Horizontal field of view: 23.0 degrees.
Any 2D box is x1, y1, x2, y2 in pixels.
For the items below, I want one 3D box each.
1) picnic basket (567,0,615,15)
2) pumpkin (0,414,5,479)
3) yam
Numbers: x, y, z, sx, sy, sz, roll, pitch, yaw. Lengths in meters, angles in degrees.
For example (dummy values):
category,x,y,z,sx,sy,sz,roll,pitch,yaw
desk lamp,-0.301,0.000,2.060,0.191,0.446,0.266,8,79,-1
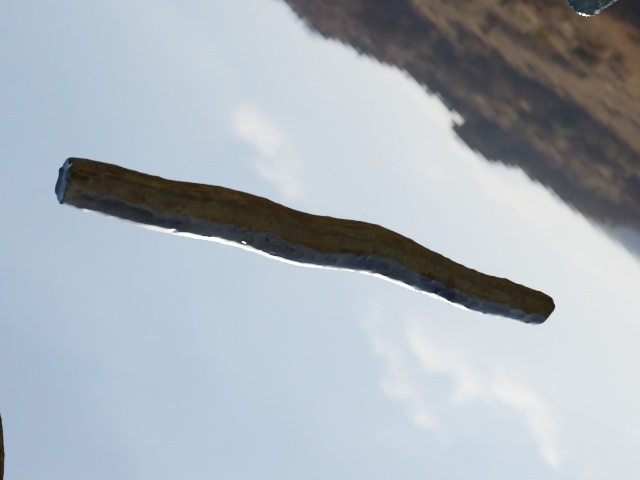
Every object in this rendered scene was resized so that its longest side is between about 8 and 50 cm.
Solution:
category,x,y,z,sx,sy,sz,roll,pitch,yaw
picnic basket,0.219,-0.212,1.211,0.083,0.083,0.065,-4,128,52
pumpkin,-0.347,0.078,1.035,0.278,0.111,0.163,23,-168,33
yam,0.000,0.001,0.665,0.234,0.027,0.029,15,169,-25
